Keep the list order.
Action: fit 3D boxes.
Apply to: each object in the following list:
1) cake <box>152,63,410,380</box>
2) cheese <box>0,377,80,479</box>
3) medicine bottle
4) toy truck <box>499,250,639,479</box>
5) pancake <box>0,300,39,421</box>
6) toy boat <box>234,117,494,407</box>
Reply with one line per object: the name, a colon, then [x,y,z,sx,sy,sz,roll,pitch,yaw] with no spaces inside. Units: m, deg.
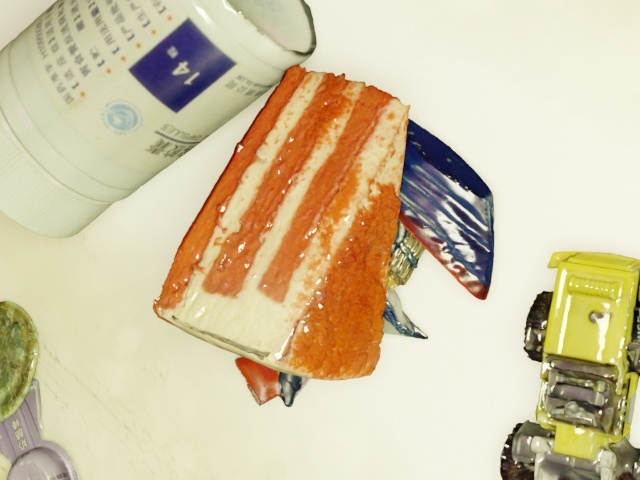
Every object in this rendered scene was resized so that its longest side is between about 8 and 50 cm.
cake: [0.000,0.000,1.150,0.158,0.159,0.262,21,75,34]
cheese: [-0.299,0.244,1.365,0.105,0.042,0.191,-39,60,21]
medicine bottle: [-0.186,-0.158,1.243,0.332,0.190,0.190,-35,72,23]
toy truck: [0.214,0.151,1.054,0.136,0.111,0.285,9,94,27]
pancake: [-0.345,0.131,1.400,0.116,0.022,0.129,18,90,35]
toy boat: [0.022,0.008,1.204,0.318,0.072,0.219,-31,76,34]
